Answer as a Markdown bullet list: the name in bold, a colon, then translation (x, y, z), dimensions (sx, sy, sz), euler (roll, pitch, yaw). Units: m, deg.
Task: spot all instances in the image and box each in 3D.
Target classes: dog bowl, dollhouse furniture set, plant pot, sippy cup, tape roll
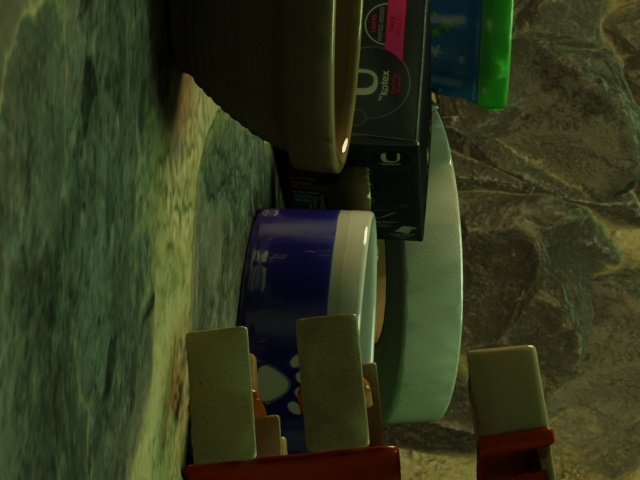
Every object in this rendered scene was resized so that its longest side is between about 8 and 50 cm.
- **dog bowl**: translation (-0.009, 0.103, 1.642), dimensions (0.265, 0.104, 0.265), euler (3, 90, -85)
- **dollhouse furniture set**: translation (0.035, 0.160, 1.291), dimensions (0.262, 0.259, 0.135), euler (78, 6, -67)
- **plant pot**: translation (-0.033, -0.162, 1.141), dimensions (0.237, 0.110, 0.237), euler (2, 90, -86)
- **sippy cup**: translation (0.108, -0.271, 2.080), dimensions (0.240, 0.224, 0.305), euler (-82, 174, -51)
- **tape roll**: translation (0.093, 0.022, 2.148), dimensions (0.392, 0.072, 0.392), euler (178, -90, -82)

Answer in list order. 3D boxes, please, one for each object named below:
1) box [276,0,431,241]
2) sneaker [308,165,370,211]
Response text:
- **box**: translation (0.039, -0.120, 1.836), dimensions (0.270, 0.143, 0.165), euler (78, 15, -70)
- **sneaker**: translation (0.000, 0.000, 1.773), dimensions (0.192, 0.086, 0.064), euler (96, -9, -54)
